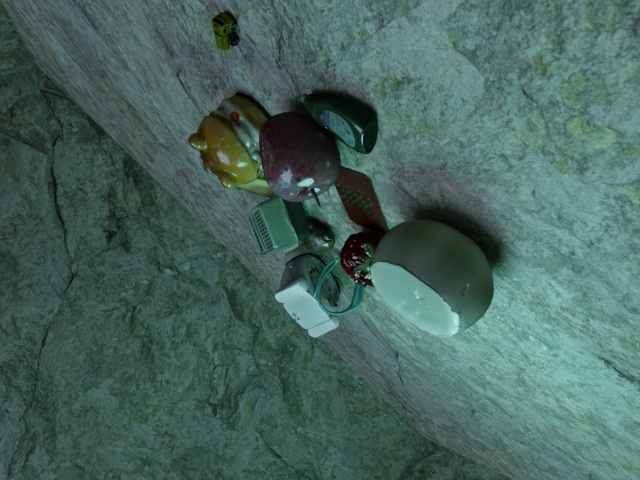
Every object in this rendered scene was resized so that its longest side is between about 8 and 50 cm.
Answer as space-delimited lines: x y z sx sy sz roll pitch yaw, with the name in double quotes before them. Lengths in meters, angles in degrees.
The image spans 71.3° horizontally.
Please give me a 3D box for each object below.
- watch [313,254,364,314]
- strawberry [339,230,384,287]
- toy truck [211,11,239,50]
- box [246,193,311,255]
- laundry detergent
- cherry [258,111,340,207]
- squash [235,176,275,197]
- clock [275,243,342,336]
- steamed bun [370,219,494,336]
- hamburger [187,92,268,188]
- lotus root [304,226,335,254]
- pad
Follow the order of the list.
"watch" 0.079 0.180 1.768 0.195 0.236 0.068 13 168 -2
"strawberry" 0.143 0.053 1.439 0.201 0.187 0.184 -143 48 -66
"toy truck" -0.243 -0.530 1.130 0.049 0.054 0.083 39 160 13
"box" -0.165 -0.059 1.731 0.220 0.166 0.290 69 160 0
"laundry detergent" 0.038 -0.292 1.074 0.211 0.063 0.137 34 165 23
"cherry" -0.052 -0.210 1.201 0.285 0.213 0.236 63 144 14
"squash" -0.239 -0.200 1.676 0.204 0.155 0.237 48 159 -9
"clock" -0.039 0.206 1.945 0.184 0.325 0.342 -23 118 23
"steamed bun" 0.291 0.083 1.148 0.324 0.206 0.324 38 158 19
"hamburger" -0.274 -0.295 1.421 0.276 0.237 0.276 39 159 18
"lotus root" 0.000 0.000 1.716 0.113 0.088 0.192 44 159 -9
"pad" 0.118 -0.121 1.365 0.181 0.004 0.267 25 153 40
